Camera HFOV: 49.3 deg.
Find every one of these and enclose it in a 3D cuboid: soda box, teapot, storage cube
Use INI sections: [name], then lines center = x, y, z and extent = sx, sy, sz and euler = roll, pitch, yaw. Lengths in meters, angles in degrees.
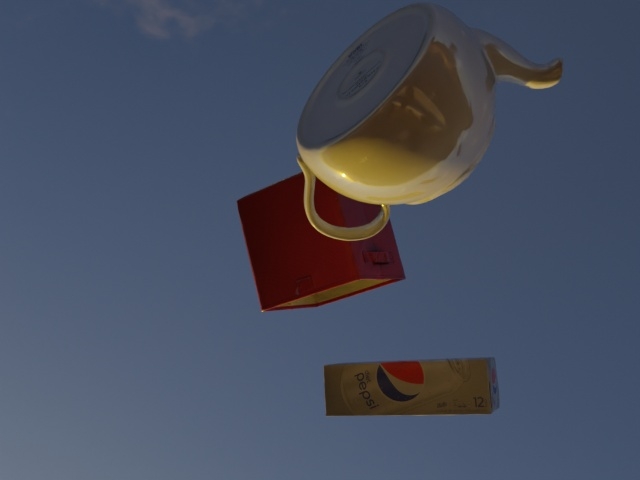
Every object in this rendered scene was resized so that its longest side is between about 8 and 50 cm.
[soda box]
center = 0.153, 0.251, 1.196
extent = 0.287, 0.098, 0.091
euler = -6, -99, 22
[teapot]
center = 0.105, -0.129, 0.812
extent = 0.187, 0.252, 0.256
euler = 39, -21, -27
[storage cube]
center = 0.000, 0.000, 1.160
extent = 0.215, 0.184, 0.193
euler = -19, -102, 28
